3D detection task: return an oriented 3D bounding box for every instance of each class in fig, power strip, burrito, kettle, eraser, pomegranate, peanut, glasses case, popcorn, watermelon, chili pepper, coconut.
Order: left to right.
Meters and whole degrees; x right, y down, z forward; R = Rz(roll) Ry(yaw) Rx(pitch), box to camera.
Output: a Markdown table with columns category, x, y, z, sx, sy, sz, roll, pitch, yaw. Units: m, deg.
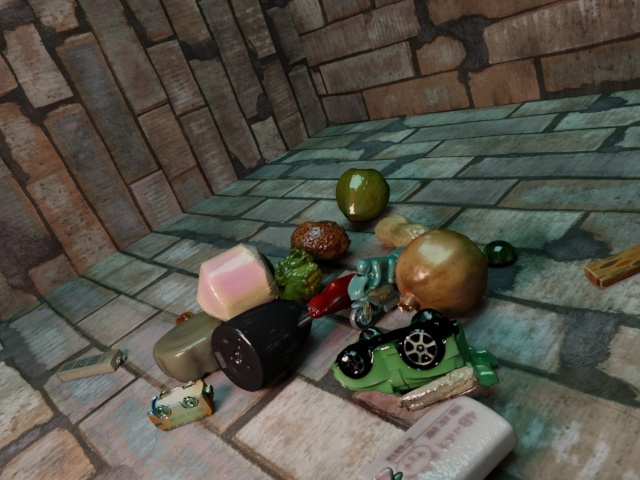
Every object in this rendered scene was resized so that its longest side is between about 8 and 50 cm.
| category | x | y | z | sx | sy | sz | roll | pitch | yaw |
| --- | --- | --- | --- | --- | --- | --- | --- | --- | --- |
| power strip | -0.852 | 0.464 | 1.779 | 0.286 | 0.048 | 0.080 | -16 | 24 | 15 |
| coconut | -0.272 | 0.145 | 1.530 | 0.245 | 0.233 | 0.233 | -29 | 24 | -3 |
| kettle | -0.166 | 0.281 | 1.438 | 0.268 | 0.207 | 0.290 | -18 | 9 | 44 |
| popcorn | -0.083 | 0.132 | 1.721 | 0.198 | 0.155 | 0.197 | -17 | 37 | 14 |
| chili pepper | 0.066 | 0.169 | 1.496 | 0.110 | 0.110 | 0.388 | -5 | 6 | 33 |
| fig | 0.171 | -0.186 | 2.092 | 0.240 | 0.239 | 0.271 | -2 | 42 | 36 |
| peanut | 0.303 | -0.019 | 1.750 | 0.130 | 0.130 | 0.290 | -28 | 25 | -16 |
| pomegranate | 0.319 | 0.105 | 1.333 | 0.270 | 0.252 | 0.229 | -29 | 45 | -22 |
| eraser | 0.224 | 0.422 | 0.931 | 0.270 | 0.094 | 0.174 | -31 | 19 | -23 |
| burrito | 0.245 | 0.316 | 1.014 | 0.188 | 0.058 | 0.045 | -31 | 26 | 18 |
| watermelon | 0.557 | 0.033 | 1.512 | 0.106 | 0.062 | 0.105 | -13 | 23 | 6 |
| glasses case | 0.791 | 0.069 | 1.272 | 0.170 | 0.041 | 0.064 | -22 | 35 | -3 |

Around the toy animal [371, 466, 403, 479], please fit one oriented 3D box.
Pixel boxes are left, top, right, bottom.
| category | x | y | z | sx | sy | sz | roll | pitch | yaw |
| --- | --- | --- | --- | --- | --- | --- | --- | --- | --- |
| toy animal | 0.056 | 0.491 | 0.798 | 0.236 | 0.138 | 0.108 | -55 | 25 | 16 |

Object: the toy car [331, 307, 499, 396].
| category | x | y | z | sx | sy | sz | roll | pitch | yaw |
| --- | --- | --- | --- | --- | --- | --- | --- | --- | --- |
| toy car | 0.214 | 0.278 | 1.139 | 0.359 | 0.176 | 0.213 | -21 | -3 | 18 |

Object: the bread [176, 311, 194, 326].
| category | x | y | z | sx | sy | sz | roll | pitch | yaw |
| --- | --- | --- | --- | --- | --- | --- | --- | --- | --- |
| bread | -0.488 | 0.305 | 1.768 | 0.085 | 0.085 | 0.053 | -9 | 19 | 26 |

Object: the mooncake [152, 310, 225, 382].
| category | x | y | z | sx | sy | sz | roll | pitch | yaw |
| --- | --- | --- | --- | --- | --- | --- | --- | --- | --- |
| mooncake | -0.403 | 0.342 | 1.564 | 0.275 | 0.135 | 0.275 | -19 | 21 | 7 |

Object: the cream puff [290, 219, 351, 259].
| category | x | y | z | sx | sy | sz | roll | pitch | yaw |
| --- | --- | --- | --- | --- | --- | --- | --- | --- | --- |
| cream puff | 0.000 | 0.000 | 1.858 | 0.240 | 0.163 | 0.240 | 8 | -6 | 1 |

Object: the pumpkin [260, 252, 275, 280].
| category | x | y | z | sx | sy | sz | roll | pitch | yaw |
| --- | --- | --- | --- | --- | --- | --- | --- | --- | --- |
| pumpkin | -0.308 | 0.154 | 1.775 | 0.300 | 0.207 | 0.300 | -21 | 25 | 10 |

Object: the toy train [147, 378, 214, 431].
| category | x | y | z | sx | sy | sz | roll | pitch | yaw |
| --- | --- | --- | --- | --- | --- | --- | --- | --- | --- |
| toy train | -0.381 | 0.457 | 1.343 | 0.188 | 0.099 | 0.072 | -19 | 27 | 2 |

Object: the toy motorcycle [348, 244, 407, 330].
| category | x | y | z | sx | sy | sz | roll | pitch | yaw |
| --- | --- | --- | --- | --- | --- | --- | --- | --- | --- |
| toy motorcycle | 0.179 | 0.125 | 1.466 | 0.296 | 0.198 | 0.109 | -33 | 22 | -27 |
